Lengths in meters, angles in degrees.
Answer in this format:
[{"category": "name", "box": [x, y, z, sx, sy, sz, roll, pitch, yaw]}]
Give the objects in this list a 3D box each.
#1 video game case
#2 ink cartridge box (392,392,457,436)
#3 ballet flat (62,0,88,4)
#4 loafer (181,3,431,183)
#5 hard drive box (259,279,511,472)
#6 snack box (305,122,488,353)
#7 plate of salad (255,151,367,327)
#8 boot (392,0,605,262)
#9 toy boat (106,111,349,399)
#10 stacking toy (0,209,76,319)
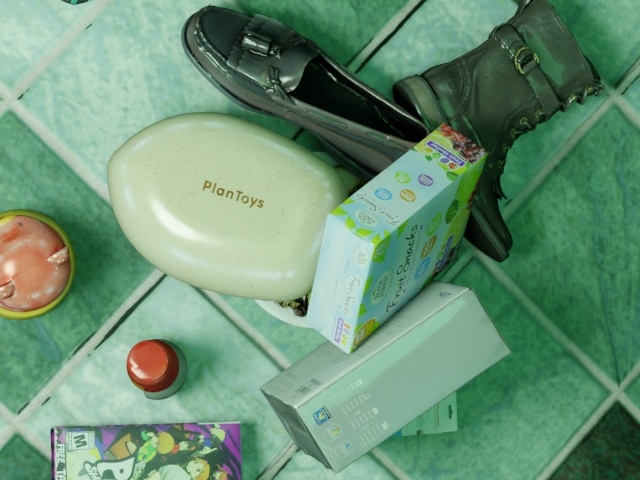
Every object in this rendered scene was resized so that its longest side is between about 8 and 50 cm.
[{"category": "video game case", "box": [-0.187, 0.316, 1.905, 0.210, 0.042, 0.232, 1, 80, -15]}, {"category": "ink cartridge box", "box": [0.113, 0.198, 2.005, 0.083, 0.028, 0.048, -3, 93, -14]}, {"category": "ballet flat", "box": [-0.259, -0.356, 1.869, 0.074, 0.074, 0.203, 0, 92, -14]}, {"category": "loafer", "box": [-0.008, -0.173, 1.912, 0.302, 0.095, 0.109, 34, 60, -11]}, {"category": "hard drive box", "box": [0.067, 0.142, 1.914, 0.232, 0.181, 0.089, -34, 100, -10]}, {"category": "snack box", "box": [0.081, -0.003, 1.870, 0.070, 0.174, 0.207, 35, 51, 22]}, {"category": "plate of salad", "box": [0.000, 0.000, 1.960, 0.200, 0.048, 0.200, -1, 92, -15]}, {"category": "boot", "box": [0.228, -0.132, 1.992, 0.229, 0.091, 0.263, -28, 100, -14]}, {"category": "toy boat", "box": [-0.130, 0.021, 1.886, 0.267, 0.148, 0.318, 24, 82, 4]}, {"category": "stacking toy", "box": [-0.431, 0.036, 1.810, 0.309, 0.130, 0.279, -44, 102, -9]}]
